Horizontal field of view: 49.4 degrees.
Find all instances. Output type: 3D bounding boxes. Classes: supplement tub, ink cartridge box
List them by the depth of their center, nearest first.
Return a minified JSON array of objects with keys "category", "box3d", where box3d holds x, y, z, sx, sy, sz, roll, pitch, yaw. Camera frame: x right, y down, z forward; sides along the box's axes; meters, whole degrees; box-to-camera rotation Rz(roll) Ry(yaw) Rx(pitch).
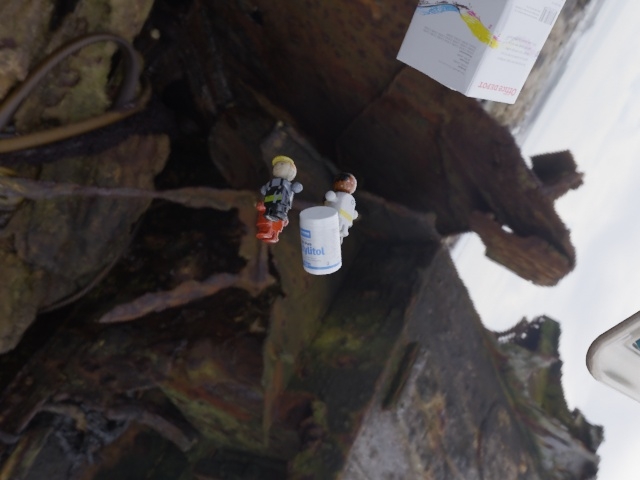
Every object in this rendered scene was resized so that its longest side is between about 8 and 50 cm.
[{"category":"supplement tub","box3d":[0.000,0.000,1.241,0.071,0.071,0.107,-44,134,-56]},{"category":"ink cartridge box","box3d":[0.323,-0.438,1.378,0.198,0.197,0.270,-5,126,-48]}]

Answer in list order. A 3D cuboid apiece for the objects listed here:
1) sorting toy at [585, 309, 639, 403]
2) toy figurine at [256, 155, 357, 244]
[{"category":"sorting toy","box3d":[0.320,0.060,0.524,0.208,0.038,0.193,-43,137,19]},{"category":"toy figurine","box3d":[-0.028,-0.076,1.477,0.209,0.213,0.148,113,-11,-69]}]
